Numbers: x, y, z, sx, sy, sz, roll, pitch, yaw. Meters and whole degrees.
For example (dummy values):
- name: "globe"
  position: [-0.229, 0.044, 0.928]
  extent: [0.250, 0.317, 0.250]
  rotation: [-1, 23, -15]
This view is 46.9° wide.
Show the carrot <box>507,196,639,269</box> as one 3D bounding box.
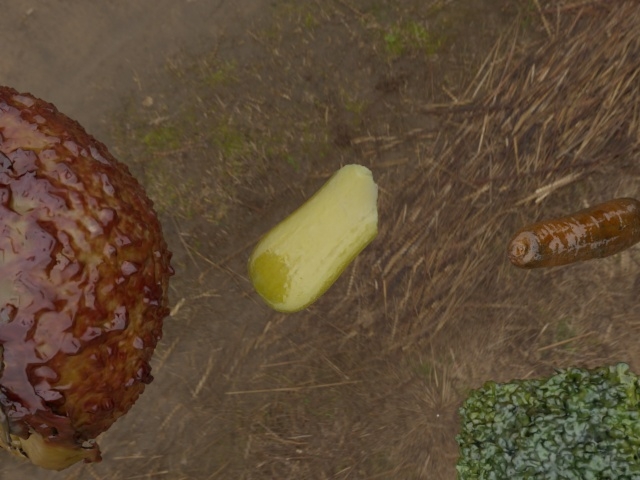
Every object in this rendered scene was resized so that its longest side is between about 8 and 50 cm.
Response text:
- name: "carrot"
  position: [0.280, -0.004, 0.794]
  extent: [0.186, 0.060, 0.060]
  rotation: [-15, 73, -23]

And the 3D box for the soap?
- name: "soap"
  position: [0.000, 0.000, 0.750]
  extent: [0.168, 0.033, 0.089]
  rotation: [-41, 75, 2]

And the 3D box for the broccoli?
- name: "broccoli"
  position: [0.271, 0.207, 0.808]
  extent: [0.243, 0.273, 0.180]
  rotation: [-2, 104, 24]

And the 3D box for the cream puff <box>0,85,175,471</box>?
- name: "cream puff"
  position: [-0.262, 0.013, 0.635]
  extent: [0.350, 0.350, 0.229]
  rotation: [36, 53, 15]
